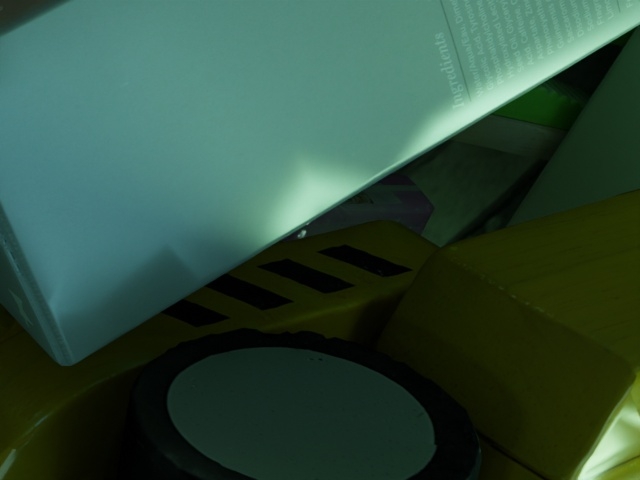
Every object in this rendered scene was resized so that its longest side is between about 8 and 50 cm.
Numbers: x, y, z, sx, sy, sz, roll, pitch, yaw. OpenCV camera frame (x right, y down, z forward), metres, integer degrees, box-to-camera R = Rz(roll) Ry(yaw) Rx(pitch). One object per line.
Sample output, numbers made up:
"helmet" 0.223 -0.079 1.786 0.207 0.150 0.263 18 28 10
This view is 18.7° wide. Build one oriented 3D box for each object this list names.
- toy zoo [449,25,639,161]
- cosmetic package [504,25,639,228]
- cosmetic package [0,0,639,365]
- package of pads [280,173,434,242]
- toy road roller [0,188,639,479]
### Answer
"toy zoo" 0.140 -0.157 0.717 0.192 0.030 0.293 8 121 -48
"cosmetic package" 0.201 -0.048 0.768 0.160 0.113 0.309 4 123 -47
"cosmetic package" -0.013 -0.080 0.550 0.238 0.127 0.107 -30 123 -19
"package of pads" 0.000 0.000 0.744 0.083 0.032 0.050 -2 127 -43
"toy road roller" 0.004 0.077 0.640 0.329 0.240 0.202 -13 124 -39
